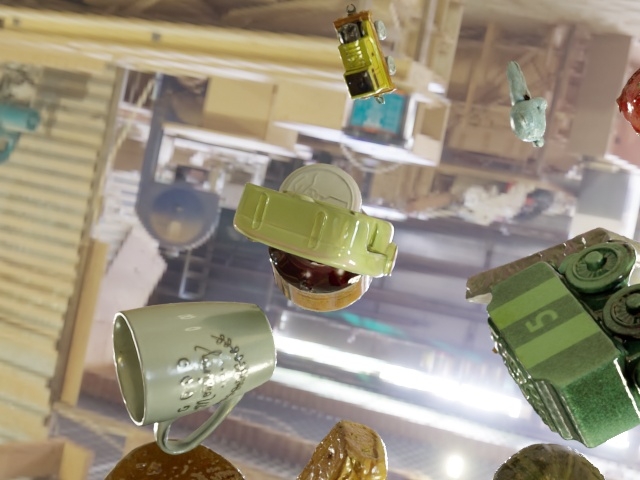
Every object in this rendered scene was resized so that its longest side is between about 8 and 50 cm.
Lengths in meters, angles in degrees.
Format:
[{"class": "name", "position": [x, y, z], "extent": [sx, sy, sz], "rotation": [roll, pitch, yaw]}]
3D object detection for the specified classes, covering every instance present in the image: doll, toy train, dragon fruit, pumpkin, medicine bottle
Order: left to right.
[{"class": "medicine bottle", "position": [0.000, 0.000, 2.051], "extent": [0.242, 0.242, 0.395], "rotation": [11, 164, 7]}, {"class": "toy train", "position": [0.088, -0.382, 2.037], "extent": [0.089, 0.219, 0.127], "rotation": [-10, -161, 27]}, {"class": "doll", "position": [0.420, -0.281, 1.971], "extent": [0.075, 0.179, 0.120], "rotation": [-13, 152, 30]}, {"class": "pumpkin", "position": [0.407, 0.469, 1.733], "extent": [0.224, 0.223, 0.157], "rotation": [11, 167, 8]}, {"class": "toy train", "position": [0.369, 0.136, 1.329], "extent": [0.238, 0.167, 0.299], "rotation": [-29, -152, 5]}, {"class": "dragon fruit", "position": [0.589, -0.226, 1.652], "extent": [0.153, 0.153, 0.111], "rotation": [11, -155, -4]}]

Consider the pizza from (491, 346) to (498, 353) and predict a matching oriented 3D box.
[{"class": "pizza", "position": [0.400, 0.191, 1.909], "extent": [0.123, 0.026, 0.108], "rotation": [-26, 161, 22]}]

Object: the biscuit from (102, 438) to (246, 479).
[{"class": "biscuit", "position": [-0.242, 0.500, 1.581], "extent": [0.314, 0.367, 0.063], "rotation": [29, 138, 2]}]

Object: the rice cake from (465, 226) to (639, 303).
[{"class": "rice cake", "position": [0.374, 0.048, 1.570], "extent": [0.106, 0.050, 0.298], "rotation": [17, 152, -34]}]

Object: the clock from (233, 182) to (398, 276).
[{"class": "clock", "position": [0.018, -0.013, 1.625], "extent": [0.235, 0.096, 0.308], "rotation": [17, -178, 27]}]

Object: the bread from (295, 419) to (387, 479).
[{"class": "bread", "position": [0.031, 0.552, 2.164], "extent": [0.132, 0.294, 0.167], "rotation": [18, -156, -28]}]

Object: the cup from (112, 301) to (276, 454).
[{"class": "cup", "position": [-0.204, 0.224, 1.609], "extent": [0.234, 0.258, 0.186], "rotation": [-7, -161, -25]}]
